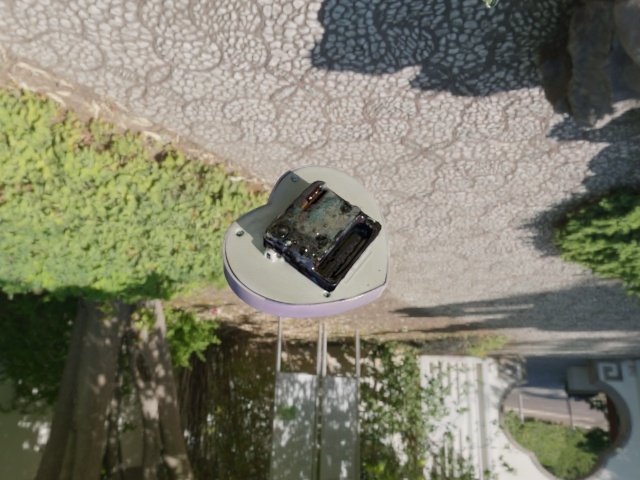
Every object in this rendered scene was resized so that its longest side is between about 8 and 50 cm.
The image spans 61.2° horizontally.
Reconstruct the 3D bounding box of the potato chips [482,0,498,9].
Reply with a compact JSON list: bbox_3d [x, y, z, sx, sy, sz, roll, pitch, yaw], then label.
[{"bbox_3d":[0.205,-0.368,0.645,0.092,0.028,0.207,-13,151,-13],"label":"potato chips"}]

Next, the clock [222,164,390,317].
[{"bbox_3d":[0.000,0.000,0.585,0.172,0.198,0.064,34,148,13],"label":"clock"}]
